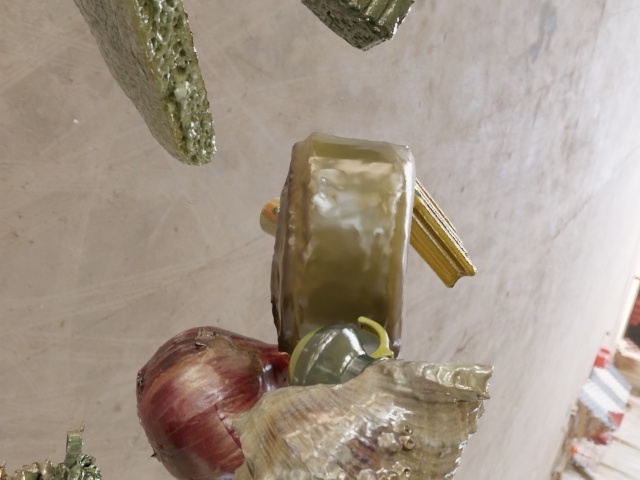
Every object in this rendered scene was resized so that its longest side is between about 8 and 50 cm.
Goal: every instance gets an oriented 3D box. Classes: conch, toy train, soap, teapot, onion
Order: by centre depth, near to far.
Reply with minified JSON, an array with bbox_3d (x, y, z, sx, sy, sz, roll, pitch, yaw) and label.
[{"bbox_3d":[0.041,0.173,0.518,0.245,0.163,0.178,-34,160,8],"label":"conch"},{"bbox_3d":[0.037,0.171,0.851,0.165,0.119,0.130,-44,141,-36],"label":"teapot"},{"bbox_3d":[-0.155,0.302,1.241,0.385,0.348,0.348,-29,140,-2],"label":"onion"},{"bbox_3d":[0.000,0.000,1.323,0.116,0.285,0.177,-59,155,-8],"label":"toy train"},{"bbox_3d":[0.273,-0.038,1.635,0.096,0.204,0.324,-33,127,16],"label":"soap"}]

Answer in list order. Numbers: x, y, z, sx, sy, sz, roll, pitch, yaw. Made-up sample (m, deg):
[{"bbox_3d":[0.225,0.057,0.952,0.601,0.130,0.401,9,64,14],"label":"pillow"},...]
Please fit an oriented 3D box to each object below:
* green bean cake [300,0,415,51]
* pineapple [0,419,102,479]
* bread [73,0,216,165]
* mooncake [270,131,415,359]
[{"bbox_3d":[0.056,-0.420,1.110,0.173,0.181,0.094,34,91,-17],"label":"green bean cake"},{"bbox_3d":[-0.399,0.394,0.877,0.271,0.262,0.262,-34,156,20],"label":"pineapple"},{"bbox_3d":[-0.172,-0.198,0.556,0.056,0.207,0.286,-31,147,-19],"label":"bread"},{"bbox_3d":[0.043,0.018,1.090,0.393,0.246,0.394,87,8,-64],"label":"mooncake"}]
